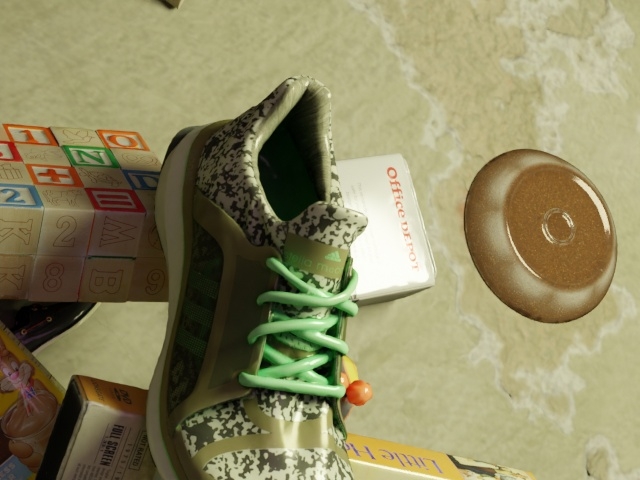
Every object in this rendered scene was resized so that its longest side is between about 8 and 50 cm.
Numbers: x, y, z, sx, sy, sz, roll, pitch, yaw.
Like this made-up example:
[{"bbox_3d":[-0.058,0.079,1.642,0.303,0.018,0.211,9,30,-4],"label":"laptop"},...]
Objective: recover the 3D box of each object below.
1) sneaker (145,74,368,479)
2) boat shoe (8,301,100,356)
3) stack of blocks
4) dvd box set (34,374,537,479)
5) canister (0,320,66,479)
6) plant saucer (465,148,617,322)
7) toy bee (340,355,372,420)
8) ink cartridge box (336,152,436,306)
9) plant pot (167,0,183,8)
[{"bbox_3d":[-0.032,0.048,1.063,0.158,0.182,0.410,7,57,-27],"label":"sneaker"},{"bbox_3d":[-0.247,0.075,1.266,0.133,0.049,0.042,-36,100,-27],"label":"boat shoe"},{"bbox_3d":[-0.276,-0.029,1.208,0.297,0.171,0.087,2,117,-26],"label":"stack of blocks"},{"bbox_3d":[-0.049,0.293,1.193,0.420,0.062,0.307,14,106,-23],"label":"dvd box set"},{"bbox_3d":[-0.277,0.139,1.194,0.126,0.073,0.170,-41,99,4],"label":"canister"},{"bbox_3d":[0.249,-0.011,1.564,0.199,0.036,0.198,9,69,-26],"label":"plant saucer"},{"bbox_3d":[-0.035,0.142,1.237,0.195,0.162,0.298,1,97,-29],"label":"toy bee"},{"bbox_3d":[0.000,0.000,1.401,0.191,0.082,0.139,-9,79,-30],"label":"ink cartridge box"},{"bbox_3d":[-0.148,-0.314,1.419,0.096,0.109,0.109,28,62,-3],"label":"plant pot"}]
